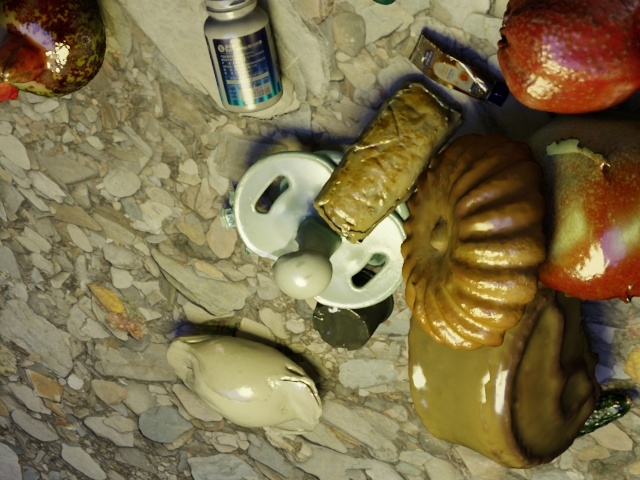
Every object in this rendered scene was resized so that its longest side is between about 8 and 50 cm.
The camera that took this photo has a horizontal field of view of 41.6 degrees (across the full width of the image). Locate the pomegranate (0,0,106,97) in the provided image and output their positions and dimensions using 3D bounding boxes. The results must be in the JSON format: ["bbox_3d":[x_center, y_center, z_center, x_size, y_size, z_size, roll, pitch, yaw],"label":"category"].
[{"bbox_3d":[-0.479,-0.330,1.416,0.214,0.248,0.214,8,126,12],"label":"pomegranate"}]

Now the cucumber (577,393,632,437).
[{"bbox_3d":[0.490,0.357,1.646,0.067,0.067,0.293,41,130,-10],"label":"cucumber"}]

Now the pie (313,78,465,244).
[{"bbox_3d":[0.108,-0.128,1.341,0.128,0.068,0.282,38,90,-1],"label":"pie"}]

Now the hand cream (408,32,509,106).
[{"bbox_3d":[0.213,-0.257,1.298,0.163,0.039,0.062,28,149,4],"label":"hand cream"}]

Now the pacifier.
[{"bbox_3d":[0.000,0.000,1.451,0.343,0.269,0.288,34,120,-8],"label":"pacifier"}]

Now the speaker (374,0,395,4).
[{"bbox_3d":[0.090,-0.400,1.235,0.075,0.060,0.094,-49,62,42],"label":"speaker"}]

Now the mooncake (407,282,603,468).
[{"bbox_3d":[0.337,0.187,1.465,0.246,0.393,0.394,13,177,40],"label":"mooncake"}]

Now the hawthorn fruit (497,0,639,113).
[{"bbox_3d":[0.365,-0.264,1.118,0.253,0.205,0.205,8,130,7],"label":"hawthorn fruit"}]

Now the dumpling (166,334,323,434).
[{"bbox_3d":[-0.169,0.331,1.859,0.341,0.181,0.260,-1,139,-2],"label":"dumpling"}]

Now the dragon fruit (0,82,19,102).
[{"bbox_3d":[-0.661,-0.307,1.613,0.153,0.111,0.153,15,134,16],"label":"dragon fruit"}]

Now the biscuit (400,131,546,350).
[{"bbox_3d":[0.206,-0.003,1.232,0.107,0.326,0.326,11,137,-21],"label":"biscuit"}]

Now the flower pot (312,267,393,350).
[{"bbox_3d":[0.055,0.139,1.642,0.157,0.107,0.157,12,129,15],"label":"flower pot"}]

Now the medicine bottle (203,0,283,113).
[{"bbox_3d":[-0.128,-0.311,1.362,0.107,0.107,0.191,5,128,21],"label":"medicine bottle"}]

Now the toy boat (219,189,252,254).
[{"bbox_3d":[-0.158,-0.036,1.628,0.066,0.059,0.140,-8,122,9],"label":"toy boat"}]

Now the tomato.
[{"bbox_3d":[0.412,-0.060,1.189,0.303,0.303,0.239,5,117,21],"label":"tomato"}]
